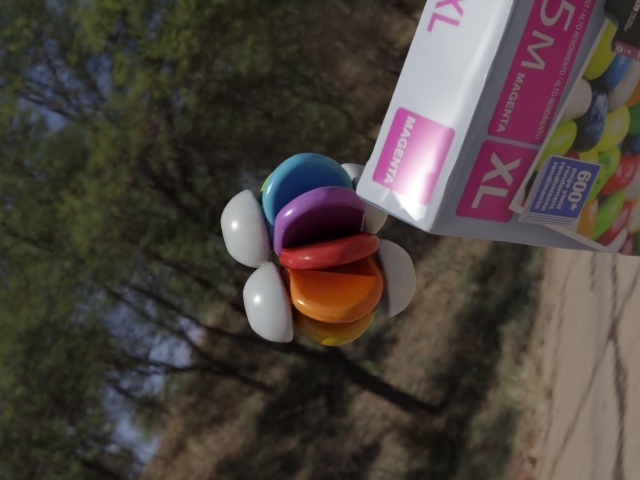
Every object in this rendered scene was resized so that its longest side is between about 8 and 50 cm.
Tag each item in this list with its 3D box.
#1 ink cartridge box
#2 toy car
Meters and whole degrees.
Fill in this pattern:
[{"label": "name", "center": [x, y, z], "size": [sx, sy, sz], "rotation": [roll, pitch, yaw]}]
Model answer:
[{"label": "ink cartridge box", "center": [0.171, -0.085, 0.648], "size": [0.311, 0.065, 0.186], "rotation": [5, -70, -46]}, {"label": "toy car", "center": [0.000, 0.000, 1.095], "size": [0.136, 0.159, 0.182], "rotation": [104, 150, -68]}]
